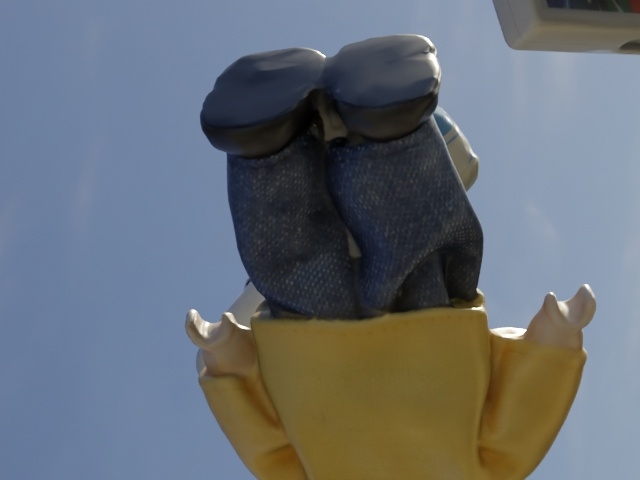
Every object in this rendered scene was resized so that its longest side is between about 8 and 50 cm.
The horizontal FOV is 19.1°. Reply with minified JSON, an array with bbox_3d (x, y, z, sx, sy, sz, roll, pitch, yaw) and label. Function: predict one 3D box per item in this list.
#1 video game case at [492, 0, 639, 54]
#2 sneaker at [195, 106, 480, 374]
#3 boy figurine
[{"bbox_3d":[0.121,-0.161,0.736,0.183,0.023,0.201,-1,-113,-33],"label":"video game case"},{"bbox_3d":[0.000,0.000,1.118,0.237,0.086,0.085,-45,-1,-31],"label":"sneaker"},{"bbox_3d":[0.036,0.056,0.831,0.092,0.177,0.285,-79,-23,-61],"label":"boy figurine"}]
